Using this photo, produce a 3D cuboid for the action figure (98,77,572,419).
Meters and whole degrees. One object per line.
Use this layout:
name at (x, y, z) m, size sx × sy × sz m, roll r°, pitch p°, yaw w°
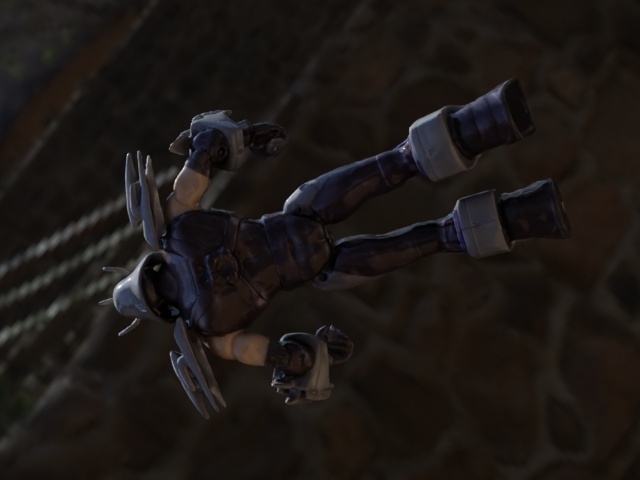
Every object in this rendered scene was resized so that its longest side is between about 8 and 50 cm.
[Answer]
action figure at (0.000, 0.000, 1.122) m, size 0.285 × 0.185 × 0.099 m, roll -18°, pitch 8°, yaw 10°
